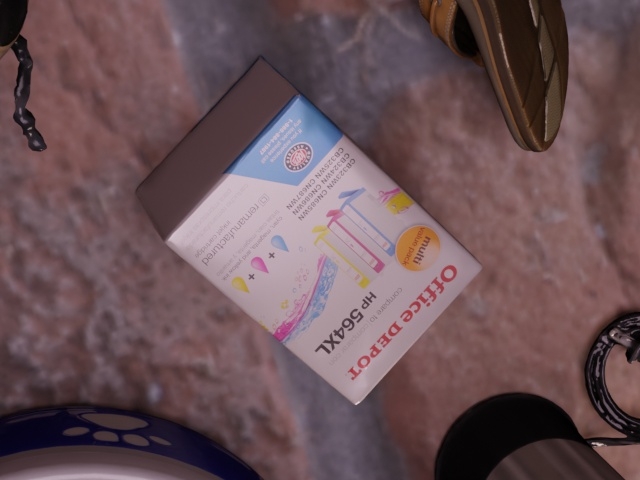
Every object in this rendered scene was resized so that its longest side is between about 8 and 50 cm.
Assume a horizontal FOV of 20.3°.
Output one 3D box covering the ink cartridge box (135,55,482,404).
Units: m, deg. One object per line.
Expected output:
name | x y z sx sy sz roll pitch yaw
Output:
ink cartridge box | 0.000 0.000 0.843 0.143 0.090 0.092 41 93 -21

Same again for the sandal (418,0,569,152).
sandal | 0.068 -0.124 0.841 0.180 0.049 0.072 59 43 -21

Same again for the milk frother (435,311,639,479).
milk frother | 0.145 0.115 0.892 0.129 0.135 0.143 13 103 -19

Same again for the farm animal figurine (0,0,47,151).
farm animal figurine | -0.286 -0.120 0.648 0.330 0.172 0.326 -32 97 -33

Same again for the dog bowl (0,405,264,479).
dog bowl | -0.116 0.217 0.855 0.265 0.104 0.265 -2 102 -9
